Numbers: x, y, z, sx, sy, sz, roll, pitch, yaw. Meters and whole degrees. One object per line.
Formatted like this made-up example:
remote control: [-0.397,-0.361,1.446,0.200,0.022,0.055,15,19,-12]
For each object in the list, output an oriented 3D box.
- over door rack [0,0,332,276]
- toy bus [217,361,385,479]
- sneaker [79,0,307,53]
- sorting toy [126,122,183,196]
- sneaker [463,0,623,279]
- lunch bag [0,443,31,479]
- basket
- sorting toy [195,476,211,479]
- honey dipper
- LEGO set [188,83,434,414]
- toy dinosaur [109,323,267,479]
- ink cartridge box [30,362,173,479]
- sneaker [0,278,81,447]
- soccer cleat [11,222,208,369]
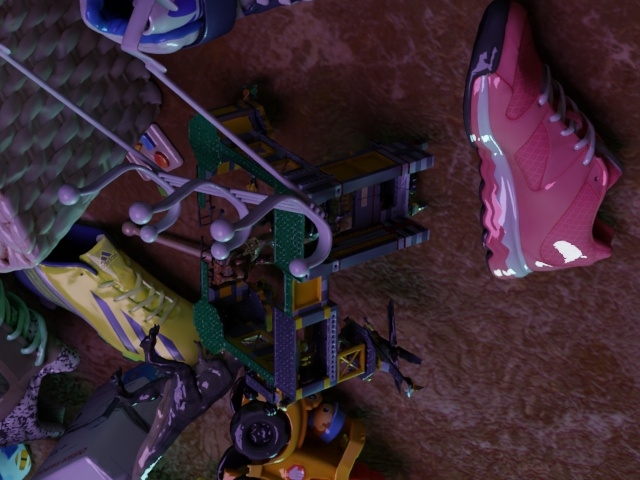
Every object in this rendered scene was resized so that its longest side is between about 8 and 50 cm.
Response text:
over door rack: [-0.162,-0.086,1.461,0.240,0.108,0.324,12,150,42]
toy bus: [-0.010,0.256,1.871,0.212,0.149,0.220,8,103,-3]
sneaker: [-0.061,-0.237,1.458,0.323,0.236,0.130,3,125,26]
sorting toy: [-0.181,-0.086,1.788,0.062,0.012,0.083,-23,111,37]
sneaker: [0.216,-0.097,1.527,0.136,0.116,0.313,0,131,15]
lunch bag: [-0.530,0.232,2.148,0.243,0.115,0.303,-7,122,29]
basket: [-0.379,-0.165,1.620,0.266,0.331,0.328,-6,122,28]
sorting toy: [0.008,0.358,2.007,0.348,0.047,0.196,23,127,10]
honey dipper: [-0.155,0.008,1.838,0.161,0.030,0.030,18,131,20]
LEGO set: [0.000,0.000,1.683,0.255,0.192,0.331,23,124,50]
toy dinosaur: [-0.168,0.165,1.815,0.118,0.064,0.268,38,99,-8]
ink cartridge box: [-0.251,0.245,1.955,0.140,0.190,0.082,-30,107,39]
sneaker: [-0.377,0.109,1.907,0.182,0.158,0.410,-4,138,-8]
soccer cleat: [-0.232,0.056,1.867,0.289,0.093,0.121,26,135,9]
